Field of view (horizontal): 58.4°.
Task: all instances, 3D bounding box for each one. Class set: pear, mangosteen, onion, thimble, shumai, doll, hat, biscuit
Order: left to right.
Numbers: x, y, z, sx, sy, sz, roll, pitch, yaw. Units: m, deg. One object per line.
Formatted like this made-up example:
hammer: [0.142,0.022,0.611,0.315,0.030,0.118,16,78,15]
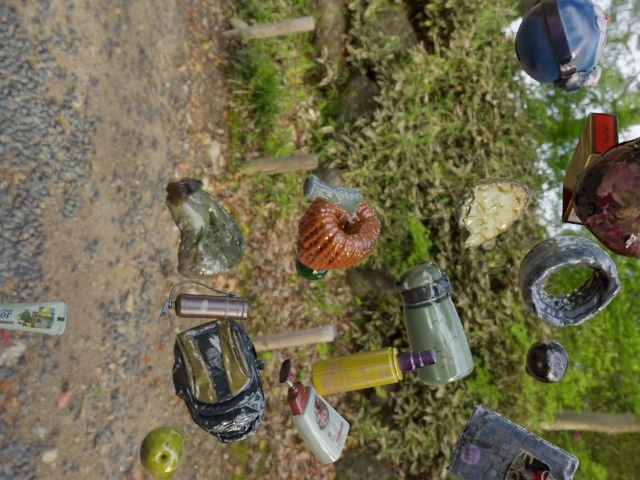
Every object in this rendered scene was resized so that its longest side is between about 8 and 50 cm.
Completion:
pear: [-0.440,0.575,1.559,0.141,0.104,0.141,-54,-159,33]
shumai: [-0.363,-0.054,1.828,0.346,0.216,0.283,-69,157,-67]
hat: [0.000,0.000,2.002,0.285,0.400,0.286,21,54,-32]
biscuit: [0.576,-0.096,2.028,0.335,0.329,0.078,-56,-142,32]
mangosteen: [0.766,0.413,1.957,0.152,0.152,0.153,-8,90,-80]
doll: [0.665,-0.540,1.573,0.310,0.240,0.285,-6,82,-65]
thimble: [0.631,0.105,1.463,0.172,0.236,0.205,-53,126,-72]
onion: [0.622,-0.091,1.104,0.219,0.252,0.252,-55,139,-51]

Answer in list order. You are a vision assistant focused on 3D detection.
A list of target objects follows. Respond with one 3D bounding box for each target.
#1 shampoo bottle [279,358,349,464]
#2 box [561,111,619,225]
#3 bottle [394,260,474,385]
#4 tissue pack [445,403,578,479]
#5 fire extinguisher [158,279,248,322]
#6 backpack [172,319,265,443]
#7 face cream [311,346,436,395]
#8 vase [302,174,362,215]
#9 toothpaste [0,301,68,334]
shampoo bottle: [-0.027,0.457,1.552,0.284,0.071,0.153,58,30,-17]
box: [0.652,-0.170,1.394,0.240,0.074,0.153,85,23,-52]
bottle: [0.327,0.234,1.675,0.168,0.168,0.347,-16,90,-80]
tissue pack: [0.634,0.744,1.906,0.260,0.361,0.122,-63,153,-2]
fire extinguisher: [-0.210,0.112,1.033,0.045,0.157,0.078,134,-43,-63]
backpack: [-0.219,0.319,1.278,0.133,0.206,0.258,83,-15,-61]
face cream: [0.118,0.280,1.258,0.078,0.273,0.078,-15,90,-74]
vase: [0.029,-0.126,1.525,0.081,0.148,0.081,-163,-90,-72]
toothpaste: [-0.637,0.153,1.171,0.037,0.255,0.067,64,29,-72]
